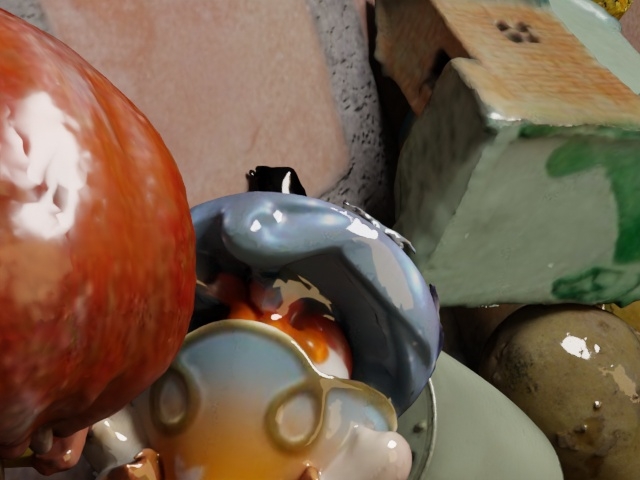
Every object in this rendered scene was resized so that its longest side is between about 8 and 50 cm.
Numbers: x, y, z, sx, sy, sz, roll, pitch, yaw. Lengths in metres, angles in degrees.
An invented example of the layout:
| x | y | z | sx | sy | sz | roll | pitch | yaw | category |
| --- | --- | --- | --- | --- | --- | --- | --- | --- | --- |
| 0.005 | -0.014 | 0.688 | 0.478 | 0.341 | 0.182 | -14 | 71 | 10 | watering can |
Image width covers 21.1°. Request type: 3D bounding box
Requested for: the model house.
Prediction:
| x | y | z | sx | sy | sz | roll | pitch | yaw | category |
| --- | --- | --- | --- | --- | --- | --- | --- | --- | --- |
| 0.143 | -0.120 | 1.418 | 0.267 | 0.194 | 0.325 | 2 | 42 | -31 | model house |

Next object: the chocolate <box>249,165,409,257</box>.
| x | y | z | sx | sy | sz | roll | pitch | yaw | category |
| --- | --- | --- | --- | --- | --- | --- | --- | --- | --- |
| 0.002 | 0.002 | 1.235 | 0.147 | 0.072 | 0.070 | 28 | 99 | -44 | chocolate |

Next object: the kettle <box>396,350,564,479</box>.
| x | y | z | sx | sy | sz | roll | pitch | yaw | category |
| --- | --- | --- | --- | --- | --- | --- | --- | --- | --- |
| 0.052 | 0.134 | 1.195 | 0.255 | 0.165 | 0.240 | 29 | 29 | -53 | kettle |

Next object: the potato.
| x | y | z | sx | sy | sz | roll | pitch | yaw | category |
| --- | --- | --- | --- | --- | --- | --- | --- | --- | --- |
| 0.231 | 0.155 | 1.467 | 0.262 | 0.165 | 0.165 | 56 | 38 | -45 | potato |

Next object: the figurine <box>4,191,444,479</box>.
| x | y | z | sx | sy | sz | roll | pitch | yaw | category |
| --- | --- | --- | --- | --- | --- | --- | --- | --- | --- |
| -0.063 | 0.182 | 0.880 | 0.388 | 0.276 | 0.248 | -76 | 167 | -53 | figurine |

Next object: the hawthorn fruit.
| x | y | z | sx | sy | sz | roll | pitch | yaw | category |
| --- | --- | --- | --- | --- | --- | --- | --- | --- | --- |
| -0.190 | -0.020 | 0.770 | 0.242 | 0.242 | 0.272 | -18 | 81 | -59 | hawthorn fruit |

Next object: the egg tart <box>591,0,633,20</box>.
| x | y | z | sx | sy | sz | roll | pitch | yaw | category |
| --- | --- | --- | --- | --- | --- | --- | --- | --- | --- |
| 0.251 | -0.273 | 1.693 | 0.212 | 0.090 | 0.213 | 31 | 54 | -56 | egg tart |

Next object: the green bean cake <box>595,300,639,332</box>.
| x | y | z | sx | sy | sz | roll | pitch | yaw | category |
| --- | --- | --- | --- | --- | --- | --- | --- | --- | --- |
| 0.393 | 0.070 | 1.699 | 0.131 | 0.224 | 0.230 | 22 | 65 | -59 | green bean cake |
